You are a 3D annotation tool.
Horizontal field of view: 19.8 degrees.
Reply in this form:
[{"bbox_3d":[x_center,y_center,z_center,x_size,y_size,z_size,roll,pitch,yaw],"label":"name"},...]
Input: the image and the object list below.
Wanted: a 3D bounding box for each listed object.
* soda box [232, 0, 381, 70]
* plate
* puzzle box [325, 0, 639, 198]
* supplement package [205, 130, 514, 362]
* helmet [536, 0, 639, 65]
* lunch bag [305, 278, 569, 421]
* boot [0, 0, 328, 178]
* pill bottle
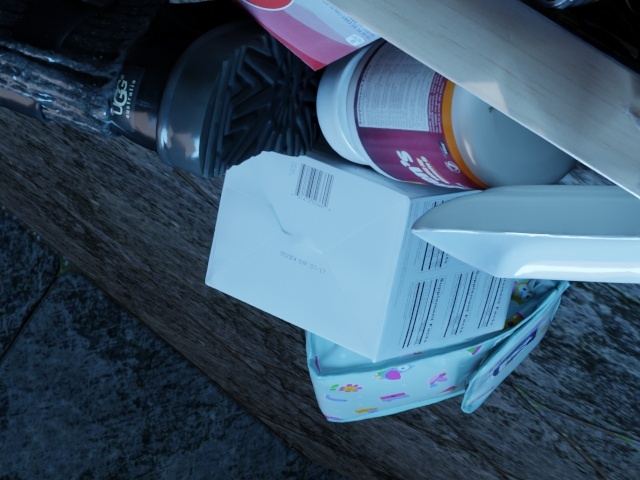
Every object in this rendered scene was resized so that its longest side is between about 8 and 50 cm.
[{"bbox_3d":[-0.059,-0.239,1.285,0.263,0.092,0.083,38,147,-22],"label":"soda box"},{"bbox_3d":[0.231,-0.003,1.322,0.277,0.045,0.278,2,174,19],"label":"plate"},{"bbox_3d":[0.090,-0.139,1.058,0.272,0.052,0.409,33,-167,3],"label":"puzzle box"},{"bbox_3d":[0.046,-0.008,1.597,0.194,0.149,0.203,23,-161,33],"label":"supplement package"},{"bbox_3d":[0.192,-0.160,0.886,0.169,0.161,0.169,29,-165,-8],"label":"helmet"},{"bbox_3d":[0.115,0.084,1.842,0.262,0.160,0.223,-9,163,0],"label":"lunch bag"},{"bbox_3d":[-0.142,-0.154,1.436,0.260,0.131,0.348,16,-167,17],"label":"boot"},{"bbox_3d":[0.095,-0.101,1.396,0.121,0.121,0.221,40,165,-27],"label":"pill bottle"}]
